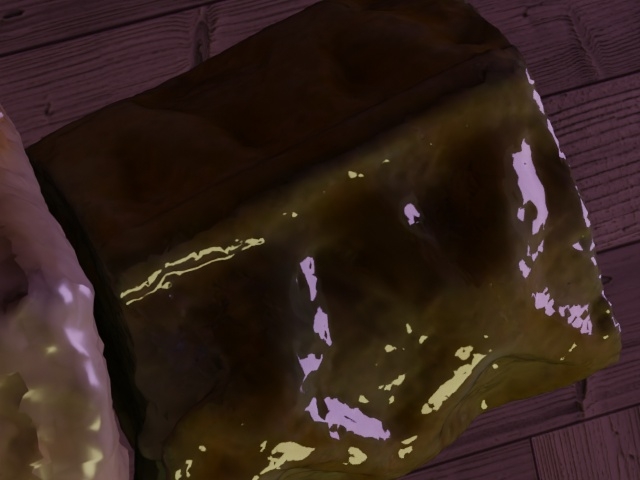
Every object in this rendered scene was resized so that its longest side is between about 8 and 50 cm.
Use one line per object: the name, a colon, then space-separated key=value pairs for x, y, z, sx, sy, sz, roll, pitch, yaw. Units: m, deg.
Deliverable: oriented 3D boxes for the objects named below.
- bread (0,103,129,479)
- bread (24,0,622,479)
bread: x=-0.270 y=0.102 z=0.766 sx=0.390 sy=0.371 sz=0.279 roll=-135 pitch=-154 yaw=-65
bread: x=0.002 y=0.006 z=0.899 sx=0.238 sy=0.252 sz=0.196 roll=-122 pitch=-164 yaw=-51
